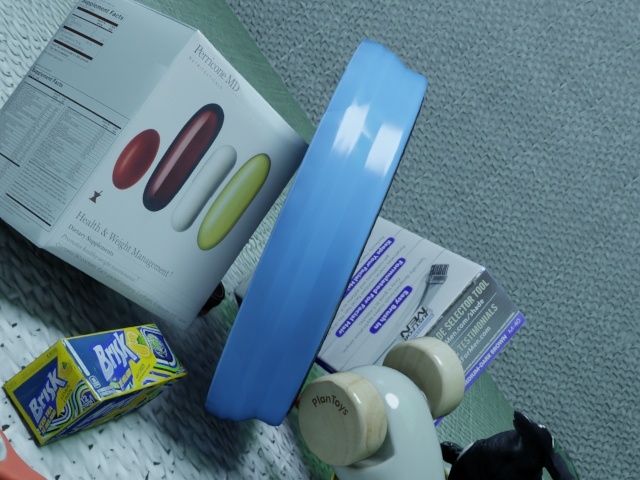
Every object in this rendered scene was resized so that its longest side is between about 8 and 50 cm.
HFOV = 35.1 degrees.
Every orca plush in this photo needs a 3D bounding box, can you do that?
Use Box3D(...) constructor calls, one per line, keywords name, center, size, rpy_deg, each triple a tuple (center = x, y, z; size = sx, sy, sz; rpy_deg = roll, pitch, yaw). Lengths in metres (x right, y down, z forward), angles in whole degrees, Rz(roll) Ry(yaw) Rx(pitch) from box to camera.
Box3D(name="orca plush", center=(0.180, 0.268, 0.996), size=(0.151, 0.102, 0.287), rpy_deg=(32, -23, -1))

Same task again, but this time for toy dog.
Box3D(name="toy dog", center=(0.049, 0.255, 0.960), size=(0.220, 0.161, 0.333), rpy_deg=(17, 70, -39))

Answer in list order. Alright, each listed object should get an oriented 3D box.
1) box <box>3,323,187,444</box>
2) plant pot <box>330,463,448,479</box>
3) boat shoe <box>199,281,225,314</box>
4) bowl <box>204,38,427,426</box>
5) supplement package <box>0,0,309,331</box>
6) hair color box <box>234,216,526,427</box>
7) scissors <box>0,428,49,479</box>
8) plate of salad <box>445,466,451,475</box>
Box3D(name="box", center=(-0.167, 0.106, 0.776), size=(0.054, 0.059, 0.169), rpy_deg=(54, 10, 8))
Box3D(name="plant pot", center=(0.069, 0.284, 1.133), size=(0.134, 0.134, 0.095), rpy_deg=(57, -16, 10))
Box3D(name="boat shoe", center=(-0.163, -0.002, 1.096), size=(0.207, 0.073, 0.073), rpy_deg=(49, 11, -33))
Box3D(name="bowl", center=(0.000, 0.000, 0.984), size=(0.077, 0.391, 0.391), rpy_deg=(23, 12, 1))
Box3D(name="supplement package", center=(-0.154, -0.066, 0.864), size=(0.149, 0.203, 0.194), rpy_deg=(30, -7, 37))
Box3D(name="hair color box", center=(0.057, 0.076, 1.201), size=(0.110, 0.185, 0.339), rpy_deg=(47, -9, -32))
Box3D(name="scissors", center=(-0.169, 0.173, 0.665), size=(0.297, 0.021, 0.109), rpy_deg=(39, 17, -51))
Box3D(name="plate of salad", center=(0.215, 0.431, 1.485), size=(0.200, 0.048, 0.199), rpy_deg=(50, 22, -29))
